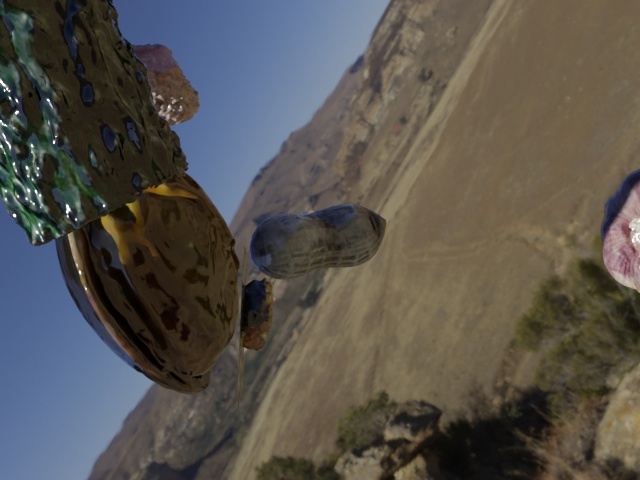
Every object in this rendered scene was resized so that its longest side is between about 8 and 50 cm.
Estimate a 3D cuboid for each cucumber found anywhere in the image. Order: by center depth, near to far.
[{"bbox_3d":[-0.172,-0.177,0.333,0.096,0.359,0.096,-21,13,5],"label":"cucumber"}]

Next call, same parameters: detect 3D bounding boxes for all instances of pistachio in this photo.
[{"bbox_3d":[-0.123,0.026,0.556,0.165,0.131,0.210,-65,-38,-61],"label":"pistachio"}]

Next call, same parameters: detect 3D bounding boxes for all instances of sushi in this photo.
[{"bbox_3d":[-0.103,0.138,1.169,0.290,0.050,0.263,135,137,-83],"label":"sushi"}]

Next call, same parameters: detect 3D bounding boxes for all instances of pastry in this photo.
[{"bbox_3d":[-0.283,-0.168,0.857,0.102,0.265,0.112,-122,16,-45],"label":"pastry"}]

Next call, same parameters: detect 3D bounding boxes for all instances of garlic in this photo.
[{"bbox_3d":[0.357,-0.008,0.731,0.147,0.102,0.159,-45,47,27],"label":"garlic"}]

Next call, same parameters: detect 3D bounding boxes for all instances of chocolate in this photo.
[{"bbox_3d":[0.000,0.000,0.771,0.167,0.072,0.072,-12,-31,-36],"label":"chocolate"}]
